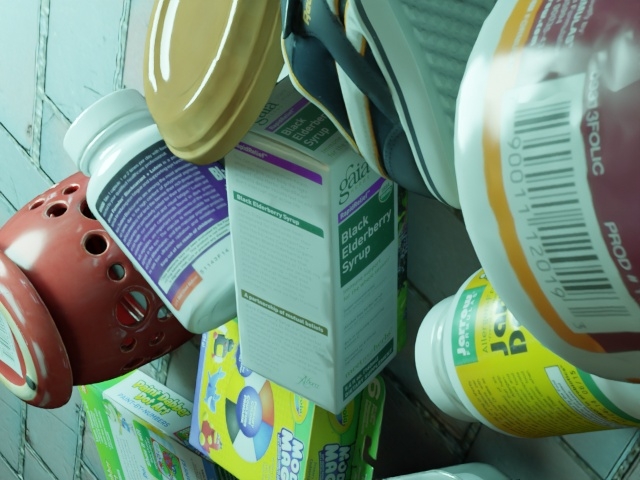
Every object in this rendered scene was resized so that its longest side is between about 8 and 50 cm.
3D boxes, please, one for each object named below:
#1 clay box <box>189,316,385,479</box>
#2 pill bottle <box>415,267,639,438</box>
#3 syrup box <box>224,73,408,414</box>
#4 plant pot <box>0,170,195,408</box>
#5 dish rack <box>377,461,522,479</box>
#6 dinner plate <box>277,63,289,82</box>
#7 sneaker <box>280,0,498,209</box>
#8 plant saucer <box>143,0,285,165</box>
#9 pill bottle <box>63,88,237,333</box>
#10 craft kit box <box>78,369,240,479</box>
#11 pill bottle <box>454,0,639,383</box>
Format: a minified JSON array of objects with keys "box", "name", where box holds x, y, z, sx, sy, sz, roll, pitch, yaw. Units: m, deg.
[{"box":[-0.031,0.141,1.334,0.222,0.053,0.127,23,108,57],"name":"clay box"},{"box":[0.149,0.061,1.001,0.117,0.117,0.208,62,151,-5],"name":"pill bottle"},{"box":[0.000,0.000,1.176,0.096,0.093,0.237,25,137,26],"name":"syrup box"},{"box":[-0.230,0.046,1.505,0.191,0.174,0.191,39,145,35],"name":"plant pot"},{"box":[0.120,0.303,1.312,0.285,0.072,0.333,61,150,-2],"name":"dish rack"},{"box":[-0.042,-0.127,1.218,0.141,0.017,0.141,37,143,34],"name":"dinner plate"},{"box":[0.031,-0.164,0.964,0.127,0.126,0.321,18,133,42],"name":"sneaker"},{"box":[-0.071,-0.151,1.101,0.200,0.037,0.200,-37,45,50],"name":"plant saucer"},{"box":[-0.122,-0.028,1.336,0.193,0.108,0.108,50,149,15],"name":"pill bottle"},{"box":[-0.139,0.267,1.686,0.247,0.061,0.250,22,134,43],"name":"craft kit box"},{"box":[0.252,-0.051,0.639,0.392,0.224,0.224,-5,112,57],"name":"pill bottle"}]
